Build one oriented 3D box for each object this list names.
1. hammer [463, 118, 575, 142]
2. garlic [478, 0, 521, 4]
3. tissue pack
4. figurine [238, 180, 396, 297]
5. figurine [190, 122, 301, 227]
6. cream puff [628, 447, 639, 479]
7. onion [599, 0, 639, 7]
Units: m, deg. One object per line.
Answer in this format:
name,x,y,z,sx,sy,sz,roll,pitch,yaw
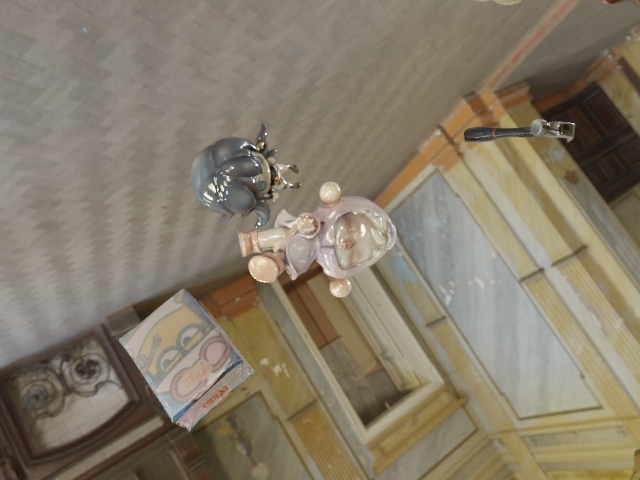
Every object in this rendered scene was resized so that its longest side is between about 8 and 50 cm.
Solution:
hammer,0.421,-0.235,1.185,0.137,0.037,0.290,0,-173,-25
garlic,0.322,-0.518,0.924,0.228,0.228,0.152,-32,-165,1
tissue pack,-0.179,0.155,0.728,0.115,0.155,0.065,-41,147,-10
figurine,0.001,0.000,0.922,0.276,0.200,0.133,-11,-166,-23
figurine,-0.165,-0.134,1.190,0.197,0.175,0.265,-32,160,10
cream puff,0.495,0.331,0.716,0.116,0.146,0.146,13,150,-20
onion,0.222,-0.229,0.279,0.221,0.281,0.281,-8,175,12
